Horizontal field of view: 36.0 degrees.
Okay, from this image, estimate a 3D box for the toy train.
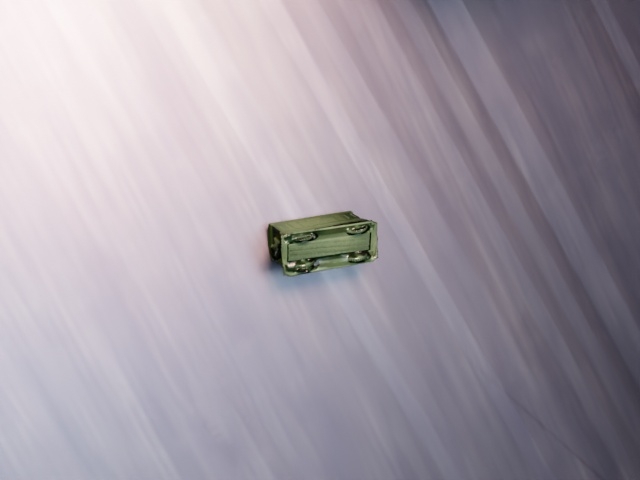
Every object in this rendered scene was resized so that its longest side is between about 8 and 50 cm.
[{"bbox_3d":[0.000,0.000,0.818,0.093,0.056,0.038,-10,110,-21],"label":"toy train"}]
